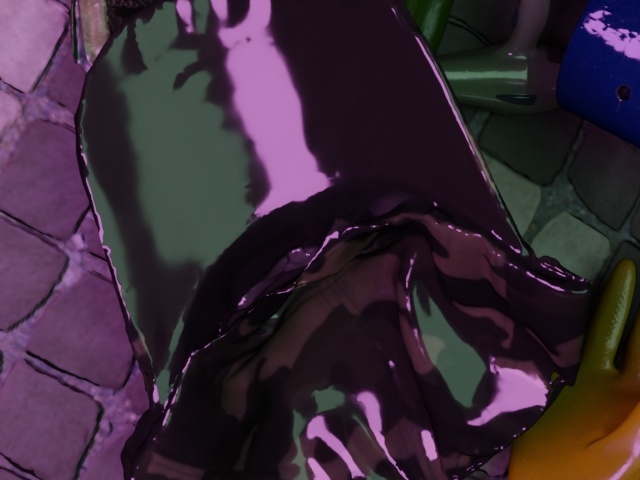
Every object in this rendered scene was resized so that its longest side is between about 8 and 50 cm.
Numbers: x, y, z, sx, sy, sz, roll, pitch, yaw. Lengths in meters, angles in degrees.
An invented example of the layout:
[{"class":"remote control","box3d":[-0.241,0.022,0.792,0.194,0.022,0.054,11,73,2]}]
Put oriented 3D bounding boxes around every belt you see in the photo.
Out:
[{"class":"belt","box3d":[0.328,-0.219,1.139,0.117,0.212,0.347,30,74,23]}]

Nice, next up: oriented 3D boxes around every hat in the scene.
[{"class":"hat","box3d":[0.000,0.000,1.053,0.366,0.257,0.381,-18,72,12]}]

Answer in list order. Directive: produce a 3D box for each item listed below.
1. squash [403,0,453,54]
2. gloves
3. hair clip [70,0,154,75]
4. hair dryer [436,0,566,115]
[{"class":"squash","box3d":[0.048,-0.150,1.108,0.082,0.082,0.292,14,103,-19]},{"class":"gloves","box3d":[0.221,0.145,1.161,0.133,0.116,0.294,22,80,16]},{"class":"hair clip","box3d":[-0.137,-0.270,1.069,0.138,0.091,0.321,-6,101,-29]},{"class":"hair dryer","box3d":[0.133,-0.176,1.137,0.167,0.067,0.199,-13,135,-4]}]
